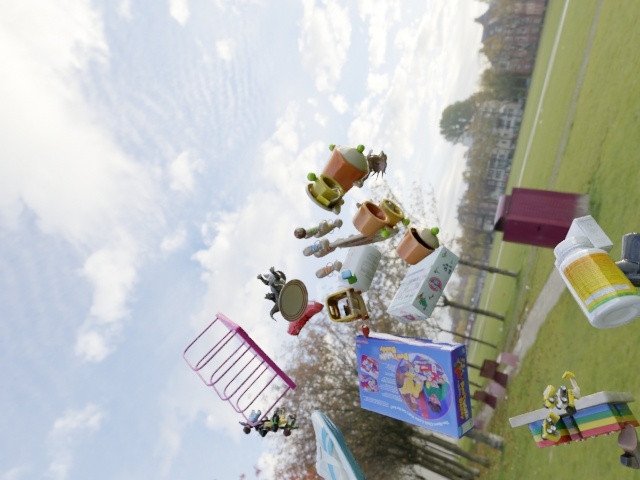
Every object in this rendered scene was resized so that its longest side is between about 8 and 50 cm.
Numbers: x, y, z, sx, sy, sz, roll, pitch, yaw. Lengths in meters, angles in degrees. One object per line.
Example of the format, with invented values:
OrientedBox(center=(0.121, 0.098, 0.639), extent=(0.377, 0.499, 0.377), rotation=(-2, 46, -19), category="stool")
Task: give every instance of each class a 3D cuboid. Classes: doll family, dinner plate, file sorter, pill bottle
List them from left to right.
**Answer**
OrientedBox(center=(-0.263, 0.406, 1.279), extent=(0.182, 0.202, 0.290), rotation=(-45, -66, -20), category="file sorter")
OrientedBox(center=(-0.169, 0.597, 1.320), extent=(0.111, 0.193, 0.076), rotation=(-60, -46, -75), category="doll family")
OrientedBox(center=(-0.090, 0.195, 1.327), extent=(0.141, 0.017, 0.141), rotation=(-2, -87, -49), category="dinner plate")
OrientedBox(center=(0.140, 0.133, 1.569), extent=(0.229, 0.131, 0.131), rotation=(-65, -25, -20), category="pill bottle")
OrientedBox(center=(0.765, 0.108, 1.135), extent=(0.136, 0.136, 0.245), rotation=(77, -176, -47), category="pill bottle")

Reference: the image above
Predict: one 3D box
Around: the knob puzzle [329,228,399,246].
OrientedBox(center=(0.145, -0.015, 1.213), extent=(0.213, 0.213, 0.030), rotation=(15, -119, -68), category="knob puzzle")

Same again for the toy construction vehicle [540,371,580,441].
OrientedBox(center=(0.409, 0.283, 0.690), extent=(0.098, 0.035, 0.085), rotation=(-48, -29, -51), category="toy construction vehicle")

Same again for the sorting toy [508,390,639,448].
OrientedBox(center=(0.698, 0.493, 1.099), extent=(0.257, 0.255, 0.089), rotation=(18, -133, -39), category="sorting toy")

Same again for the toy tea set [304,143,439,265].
OrientedBox(center=(0.131, -0.093, 0.898), extent=(0.124, 0.336, 0.200), rotation=(-51, 15, 28), category="toy tea set")

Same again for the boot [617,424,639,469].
OrientedBox(center=(0.792, 0.515, 1.018), extent=(0.087, 0.042, 0.118), rotation=(5, -83, -23), category="boot")

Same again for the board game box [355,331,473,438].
OrientedBox(center=(0.262, 0.410, 1.203), extent=(0.078, 0.347, 0.233), rotation=(-5, -90, -42), category="board game box")

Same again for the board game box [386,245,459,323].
OrientedBox(center=(0.425, 0.188, 1.698), extent=(0.303, 0.097, 0.224), rotation=(-55, 4, -24), category="board game box")

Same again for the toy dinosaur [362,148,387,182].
OrientedBox(center=(0.212, -0.341, 1.998), extent=(0.296, 0.127, 0.200), rotation=(-41, -49, 8), category="toy dinosaur")

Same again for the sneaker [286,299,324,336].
OrientedBox(center=(-0.063, 0.323, 1.631), extent=(0.221, 0.087, 0.128), rotation=(-36, 35, 54), category="sneaker")

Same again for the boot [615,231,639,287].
OrientedBox(center=(1.172, 0.072, 1.570), extent=(0.094, 0.247, 0.207), rotation=(46, -123, -40), category="boot")

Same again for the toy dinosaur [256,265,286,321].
OrientedBox(center=(-0.181, 0.212, 1.733), extent=(0.121, 0.313, 0.160), rotation=(-40, -46, 10), category="toy dinosaur")

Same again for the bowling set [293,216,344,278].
OrientedBox(center=(0.000, 0.000, 1.691), extent=(0.200, 0.154, 0.287), rotation=(36, -143, -46), category="bowling set")

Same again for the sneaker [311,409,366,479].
OrientedBox(center=(0.024, 0.553, 1.056), extent=(0.092, 0.228, 0.087), rotation=(-39, -43, 4), category="sneaker")

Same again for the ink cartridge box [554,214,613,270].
OrientedBox(center=(0.954, 0.102, 1.436), extent=(0.296, 0.066, 0.261), rotation=(68, -171, -52), category="ink cartridge box")

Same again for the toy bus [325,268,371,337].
OrientedBox(center=(0.087, 0.219, 1.318), extent=(0.191, 0.104, 0.202), rotation=(-83, -31, -60), category="toy bus")
